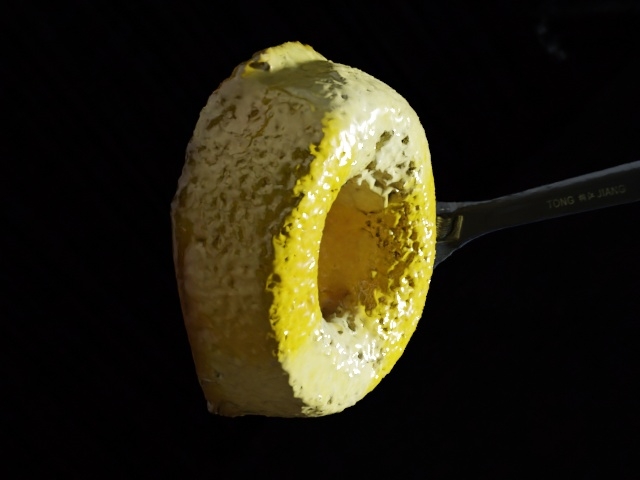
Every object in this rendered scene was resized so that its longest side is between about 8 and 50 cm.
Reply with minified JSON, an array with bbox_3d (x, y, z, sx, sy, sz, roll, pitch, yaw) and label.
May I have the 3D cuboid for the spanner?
[{"bbox_3d":[0.124,-0.018,0.717,0.208,0.046,0.012,-14,-139,13],"label":"spanner"}]

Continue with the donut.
[{"bbox_3d":[0.000,0.000,0.601,0.065,0.178,0.162,13,-132,27],"label":"donut"}]
